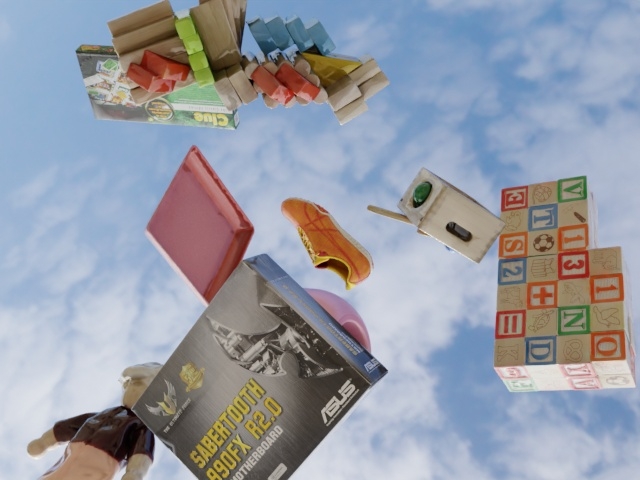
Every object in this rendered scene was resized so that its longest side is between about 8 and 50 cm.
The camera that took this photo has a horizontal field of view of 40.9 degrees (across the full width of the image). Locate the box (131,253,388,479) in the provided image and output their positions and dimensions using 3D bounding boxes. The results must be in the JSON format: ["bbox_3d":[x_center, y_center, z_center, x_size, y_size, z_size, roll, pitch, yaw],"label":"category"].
[{"bbox_3d":[-0.069,0.158,0.900,0.183,0.056,0.231,43,-68,12],"label":"box"}]

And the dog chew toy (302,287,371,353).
[{"bbox_3d":[-0.085,0.190,1.409,0.332,0.206,0.206,-10,-132,34],"label":"dog chew toy"}]

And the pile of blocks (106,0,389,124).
[{"bbox_3d":[-0.082,-0.227,1.065,0.362,0.149,0.112,2,-157,-12],"label":"pile of blocks"}]

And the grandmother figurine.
[{"bbox_3d":[-0.298,0.287,1.122,0.208,0.104,0.342,15,-138,25],"label":"grandmother figurine"}]

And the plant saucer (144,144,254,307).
[{"bbox_3d":[-0.254,-0.021,1.773,0.047,0.259,0.258,-11,-140,30],"label":"plant saucer"}]

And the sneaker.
[{"bbox_3d":[0.000,0.000,1.263,0.067,0.064,0.175,-39,-112,-24],"label":"sneaker"}]

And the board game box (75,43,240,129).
[{"bbox_3d":[-0.268,-0.254,1.421,0.259,0.136,0.030,6,-140,13],"label":"board game box"}]

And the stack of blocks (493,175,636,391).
[{"bbox_3d":[0.343,0.057,1.206,0.171,0.087,0.297,-8,-125,25],"label":"stack of blocks"}]

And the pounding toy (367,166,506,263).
[{"bbox_3d":[0.164,-0.036,1.237,0.100,0.141,0.130,-57,-160,10],"label":"pounding toy"}]
